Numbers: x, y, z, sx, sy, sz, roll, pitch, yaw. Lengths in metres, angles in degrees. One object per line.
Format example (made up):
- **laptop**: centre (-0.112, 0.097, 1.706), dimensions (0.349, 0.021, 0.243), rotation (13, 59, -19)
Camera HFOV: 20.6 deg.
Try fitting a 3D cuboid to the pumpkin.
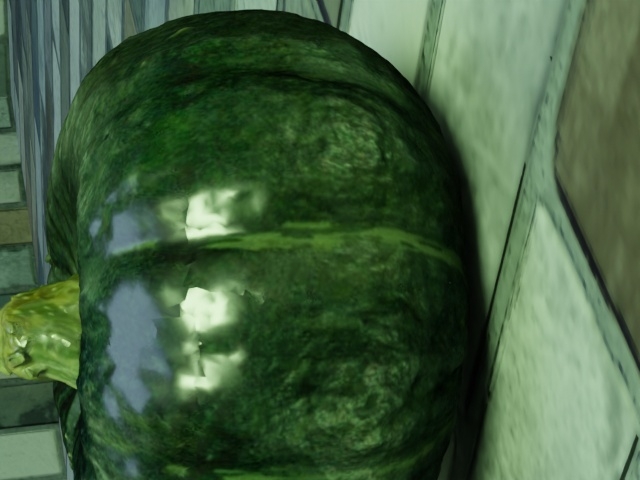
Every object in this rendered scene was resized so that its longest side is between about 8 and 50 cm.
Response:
- **pumpkin**: centre (-0.032, 0.026, 0.593), dimensions (0.211, 0.152, 0.211), rotation (-172, 90, -85)
